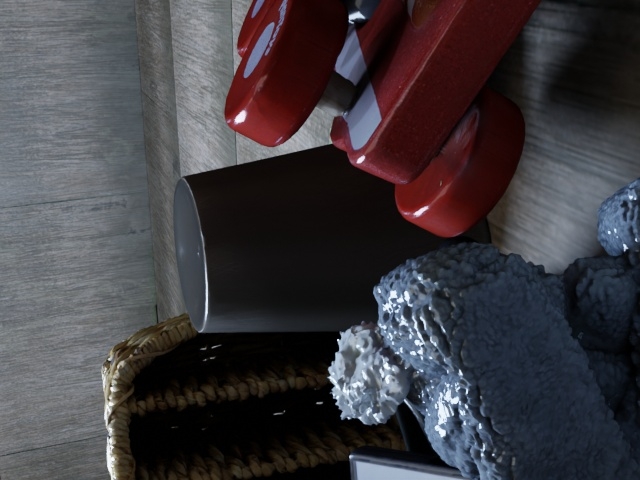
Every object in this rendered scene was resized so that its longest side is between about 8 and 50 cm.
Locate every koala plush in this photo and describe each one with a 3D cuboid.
[{"bbox_3d":[0.108,0.074,0.520,0.221,0.196,0.203,8,114,66],"label":"koala plush"}]

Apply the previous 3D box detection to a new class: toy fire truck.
[{"bbox_3d":[0.072,-0.171,0.564,0.254,0.169,0.302,-55,20,26],"label":"toy fire truck"}]

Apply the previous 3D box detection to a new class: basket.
[{"bbox_3d":[-0.053,0.170,0.836,0.223,0.299,0.213,-170,76,-74],"label":"basket"},{"bbox_3d":[0.000,0.000,0.730,0.154,0.227,0.204,107,149,-50],"label":"basket"}]

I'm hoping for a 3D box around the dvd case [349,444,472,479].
[{"bbox_3d":[0.130,0.239,0.570,0.253,0.022,0.180,-3,95,41],"label":"dvd case"}]

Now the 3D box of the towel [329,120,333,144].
[{"bbox_3d":[0.037,-0.050,0.911,0.110,0.027,0.148,-140,45,-65],"label":"towel"}]

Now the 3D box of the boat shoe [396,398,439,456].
[{"bbox_3d":[0.111,0.255,0.675,0.127,0.113,0.340,-159,63,-68],"label":"boat shoe"}]
